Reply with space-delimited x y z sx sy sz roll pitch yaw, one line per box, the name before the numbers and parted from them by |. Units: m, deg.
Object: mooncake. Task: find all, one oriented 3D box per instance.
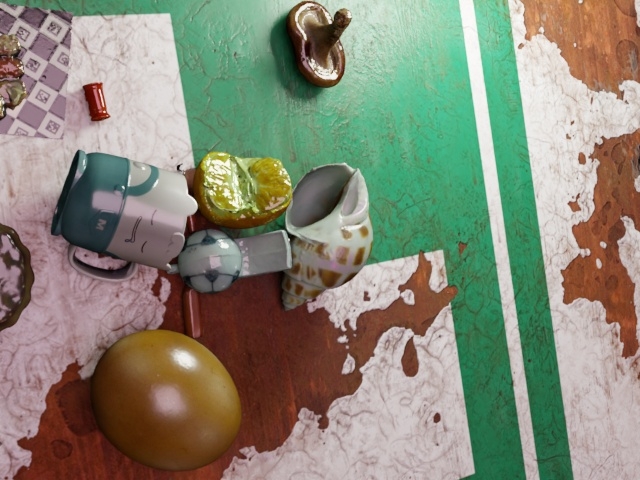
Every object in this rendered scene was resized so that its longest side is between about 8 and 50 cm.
mooncake | -0.727 0.073 1.586 0.290 0.161 0.290 2 86 -27

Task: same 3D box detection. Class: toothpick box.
toothpick box | -0.503 -0.310 1.773 0.047 0.047 0.083 -15 96 -27

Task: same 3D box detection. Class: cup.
cup | -0.440 -0.041 1.723 0.257 0.219 0.290 16 113 -26

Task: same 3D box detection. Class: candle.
candle | -0.317 -0.101 1.881 0.026 0.021 0.167 -14 94 -53

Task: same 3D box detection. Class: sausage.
sausage | -0.304 0.169 1.871 0.041 0.039 0.131 -5 91 -25

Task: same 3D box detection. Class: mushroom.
mushroom | 0.019 -0.499 1.951 0.148 0.217 0.227 -29 102 -25

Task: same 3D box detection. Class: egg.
egg | -0.332 0.349 1.717 0.351 0.282 0.283 37 73 -25

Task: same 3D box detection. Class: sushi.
sushi | -0.666 -0.374 1.688 0.264 0.050 0.290 3 87 -27

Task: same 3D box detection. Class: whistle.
whistle | -0.222 0.041 1.831 0.289 0.163 0.163 -12 96 10

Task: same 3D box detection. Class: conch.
conch | 0.000 -0.001 1.949 0.249 0.197 0.368 34 76 -1

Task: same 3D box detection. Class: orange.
orange | -0.192 -0.116 1.867 0.237 0.158 0.179 -3 70 -26

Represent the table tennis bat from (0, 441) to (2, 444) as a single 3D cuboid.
table tennis bat | -0.731 0.378 1.660 0.095 0.014 0.158 -43 106 -23
